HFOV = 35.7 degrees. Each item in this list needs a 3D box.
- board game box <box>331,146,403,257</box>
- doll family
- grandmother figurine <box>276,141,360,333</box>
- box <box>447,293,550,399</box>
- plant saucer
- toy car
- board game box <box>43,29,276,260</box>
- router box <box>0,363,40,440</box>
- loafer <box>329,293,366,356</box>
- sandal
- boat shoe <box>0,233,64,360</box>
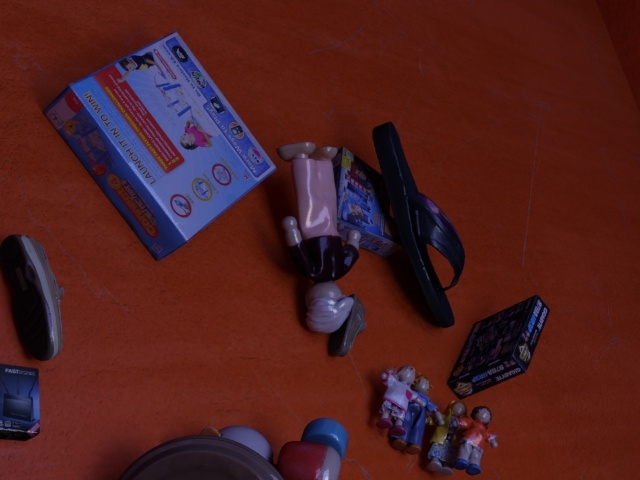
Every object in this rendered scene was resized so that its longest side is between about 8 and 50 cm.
[{"bbox_3d":[0.088,-0.060,2.026,0.194,0.060,0.194,35,44,-30],"label":"board game box"},{"bbox_3d":[0.203,0.336,1.877,0.263,0.118,0.163,30,51,-8],"label":"doll family"},{"bbox_3d":[0.000,0.000,1.825,0.208,0.104,0.342,4,76,-38],"label":"grandmother figurine"},{"bbox_3d":[0.371,0.219,2.063,0.051,0.175,0.220,50,38,-11],"label":"box"},{"bbox_3d":[-0.162,0.399,1.317,0.041,0.278,0.278,91,-23,-78],"label":"plant saucer"},{"bbox_3d":[-0.105,0.361,1.481,0.238,0.210,0.219,23,29,1],"label":"toy car"},{"bbox_3d":[-0.260,-0.168,1.689,0.308,0.086,0.302,54,39,-7],"label":"board game box"},{"bbox_3d":[-0.428,0.208,1.296,0.122,0.038,0.092,15,55,-42],"label":"router box"},{"bbox_3d":[0.058,0.162,1.850,0.050,0.056,0.148,37,43,-17],"label":"loafer"},{"bbox_3d":[0.218,-0.032,2.029,0.167,0.107,0.446,-47,120,-74],"label":"sandal"},{"bbox_3d":[-0.391,0.078,1.406,0.072,0.068,0.190,9,59,-58],"label":"boat shoe"}]
